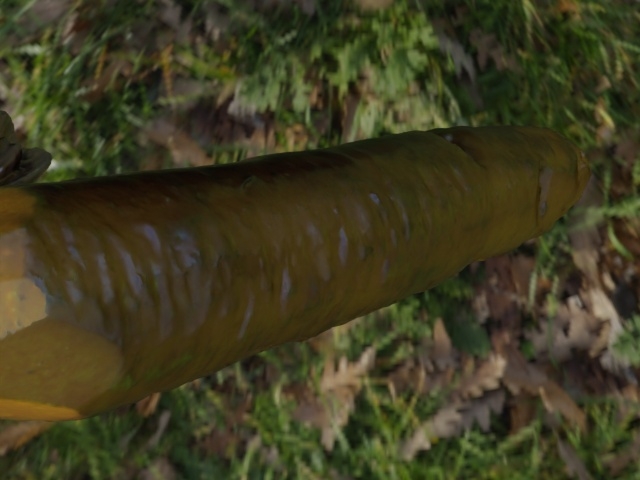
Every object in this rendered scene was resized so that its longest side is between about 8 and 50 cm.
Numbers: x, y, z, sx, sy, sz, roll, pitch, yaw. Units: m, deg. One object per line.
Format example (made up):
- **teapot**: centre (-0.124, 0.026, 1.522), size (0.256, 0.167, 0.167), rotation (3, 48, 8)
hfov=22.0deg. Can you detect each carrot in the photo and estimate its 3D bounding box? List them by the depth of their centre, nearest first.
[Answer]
- **carrot**: centre (0.000, 0.000, 0.516), size (0.066, 0.314, 0.066), rotation (8, 103, 38)

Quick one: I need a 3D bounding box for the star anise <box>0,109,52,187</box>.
- **star anise**: centre (-0.280, -0.006, 1.168), size (0.315, 0.315, 0.108), rotation (42, 130, -11)
